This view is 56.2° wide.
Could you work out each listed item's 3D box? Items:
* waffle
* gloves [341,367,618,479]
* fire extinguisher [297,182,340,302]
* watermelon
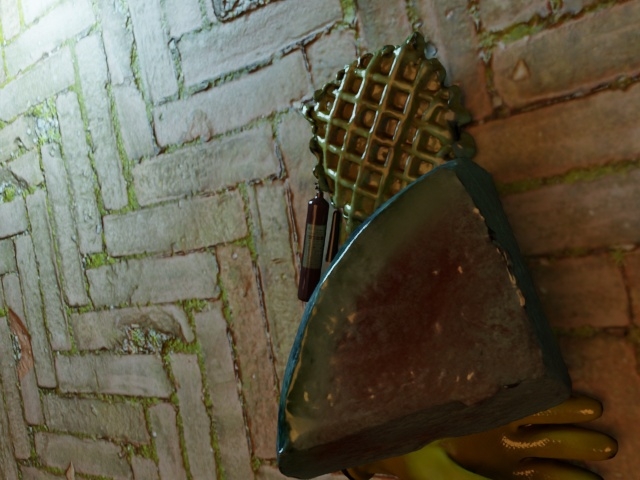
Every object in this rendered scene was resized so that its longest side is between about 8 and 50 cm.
[{"bbox_3d":[0.076,-0.121,0.725,0.214,0.054,0.208,-24,83,32],"label":"waffle"},{"bbox_3d":[0.168,0.211,0.666,0.294,0.116,0.133,-10,92,30],"label":"gloves"},{"bbox_3d":[0.000,0.000,0.805,0.049,0.035,0.173,17,107,38],"label":"fire extinguisher"},{"bbox_3d":[0.121,0.095,0.586,0.258,0.228,0.387,30,78,12],"label":"watermelon"}]
